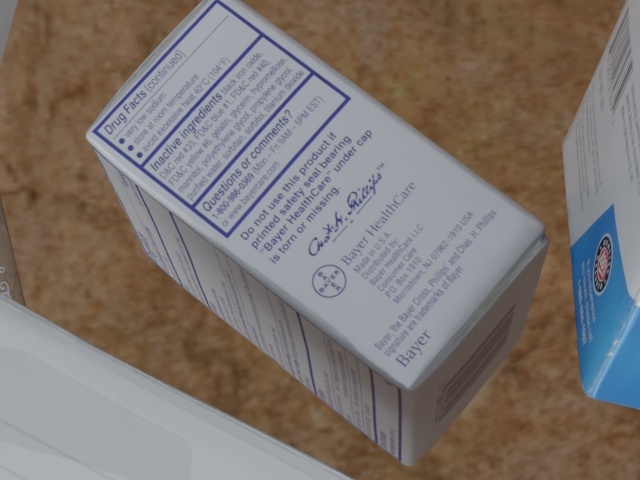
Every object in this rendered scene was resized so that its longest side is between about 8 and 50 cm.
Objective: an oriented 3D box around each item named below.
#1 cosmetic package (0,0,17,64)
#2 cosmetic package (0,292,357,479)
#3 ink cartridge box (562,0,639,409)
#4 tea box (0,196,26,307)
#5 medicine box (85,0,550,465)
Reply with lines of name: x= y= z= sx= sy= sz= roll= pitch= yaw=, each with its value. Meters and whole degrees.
cosmetic package: x=-0.215 y=-0.096 z=0.565 sx=0.239 sy=0.060 sz=0.098 roll=4 pitch=72 yaw=21
cosmetic package: x=-0.147 y=0.285 z=0.947 sx=0.327 sy=0.329 sz=0.393 roll=27 pitch=76 yaw=10
ink cartridge box: x=0.234 y=-0.088 z=0.847 sx=0.129 sy=0.223 sz=0.307 roll=13 pitch=130 yaw=-5
tea box: x=-0.458 y=-0.017 z=1.637 sx=0.323 sy=0.220 sz=0.329 roll=25 pitch=130 yaw=52
medicine box: x=0.000 y=0.000 z=1.222 sx=0.289 sy=0.263 sz=0.149 roll=39 pitch=78 yaw=14
